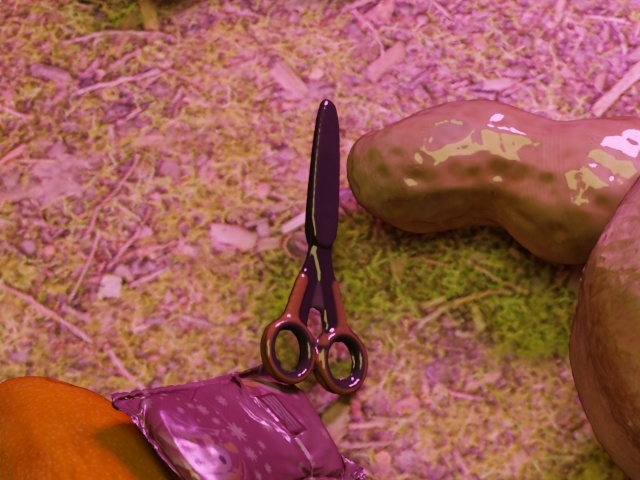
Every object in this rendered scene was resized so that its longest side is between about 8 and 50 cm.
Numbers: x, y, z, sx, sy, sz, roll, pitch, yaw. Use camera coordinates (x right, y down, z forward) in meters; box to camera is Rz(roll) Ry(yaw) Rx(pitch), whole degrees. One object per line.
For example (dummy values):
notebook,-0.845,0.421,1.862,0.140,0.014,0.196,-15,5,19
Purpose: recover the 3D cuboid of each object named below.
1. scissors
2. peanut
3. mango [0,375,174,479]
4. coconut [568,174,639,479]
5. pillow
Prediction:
scissors,0.000,0.000,1.043,0.088,0.017,0.220,14,69,-31
peanut,0.148,-0.046,1.050,0.263,0.101,0.117,11,44,10
mango,-0.143,0.232,0.895,0.187,0.144,0.359,-31,55,22
coconut,0.307,0.046,0.882,0.297,0.254,0.297,4,66,-8
pillow,-0.051,0.132,0.953,0.118,0.185,0.043,47,116,25
